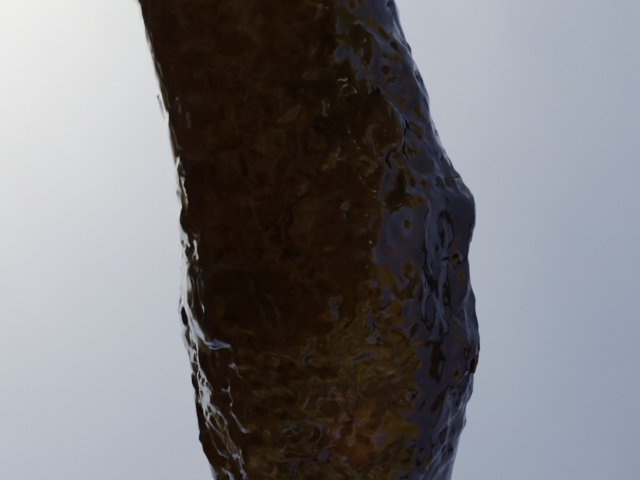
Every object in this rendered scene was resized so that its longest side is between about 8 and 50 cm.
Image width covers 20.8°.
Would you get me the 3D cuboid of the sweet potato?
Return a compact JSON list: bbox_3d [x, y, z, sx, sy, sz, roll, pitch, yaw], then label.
[{"bbox_3d":[0.000,-0.002,0.525,0.114,0.092,0.341,-159,-119,-87],"label":"sweet potato"}]
